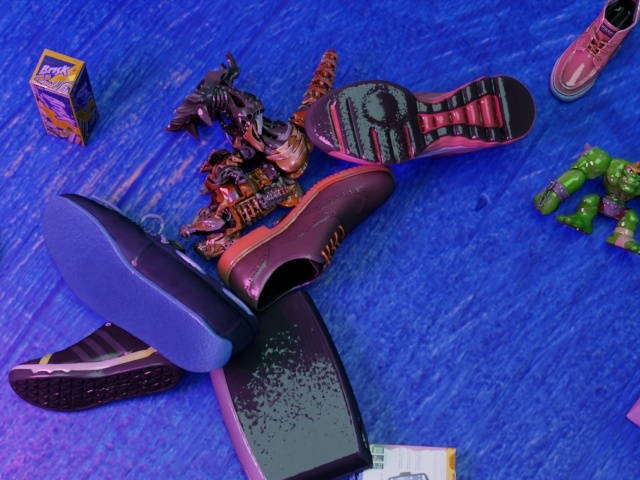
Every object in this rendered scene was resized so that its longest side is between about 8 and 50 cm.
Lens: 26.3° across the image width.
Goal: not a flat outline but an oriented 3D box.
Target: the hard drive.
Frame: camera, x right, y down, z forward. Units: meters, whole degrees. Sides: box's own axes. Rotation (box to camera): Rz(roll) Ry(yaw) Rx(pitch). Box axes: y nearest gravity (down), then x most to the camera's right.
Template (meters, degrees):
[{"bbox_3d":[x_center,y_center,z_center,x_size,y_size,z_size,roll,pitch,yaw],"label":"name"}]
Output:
[{"bbox_3d":[-0.046,0.195,1.766,0.172,0.054,0.255,-18,68,-7],"label":"hard drive"}]

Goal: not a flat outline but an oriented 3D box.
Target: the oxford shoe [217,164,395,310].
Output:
[{"bbox_3d":[0.000,0.000,1.806,0.271,0.097,0.098,-36,49,-7],"label":"oxford shoe"}]

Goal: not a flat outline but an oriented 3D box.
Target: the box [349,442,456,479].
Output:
[{"bbox_3d":[0.105,0.305,1.763,0.136,0.028,0.081,3,72,1],"label":"box"}]

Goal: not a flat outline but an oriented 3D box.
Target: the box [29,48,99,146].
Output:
[{"bbox_3d":[-0.340,-0.188,1.826,0.059,0.169,0.054,19,72,4],"label":"box"}]

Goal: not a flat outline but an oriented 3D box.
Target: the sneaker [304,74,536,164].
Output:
[{"bbox_3d":[0.127,-0.146,1.850,0.313,0.136,0.116,-4,80,-13],"label":"sneaker"}]

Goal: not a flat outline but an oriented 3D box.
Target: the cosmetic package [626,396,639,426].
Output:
[{"bbox_3d":[0.476,0.200,1.707,0.117,0.231,0.085,37,74,8],"label":"cosmetic package"}]

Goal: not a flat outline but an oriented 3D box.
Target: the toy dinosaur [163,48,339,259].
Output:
[{"bbox_3d":[-0.091,-0.129,1.857,0.218,0.164,0.322,40,55,-5],"label":"toy dinosaur"}]

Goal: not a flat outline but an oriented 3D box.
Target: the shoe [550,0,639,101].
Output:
[{"bbox_3d":[0.390,-0.279,1.937,0.063,0.081,0.178,38,74,9],"label":"shoe"}]

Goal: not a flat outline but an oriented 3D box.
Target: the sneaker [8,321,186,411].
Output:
[{"bbox_3d":[-0.285,0.156,1.779,0.234,0.084,0.097,-6,48,-6],"label":"sneaker"}]

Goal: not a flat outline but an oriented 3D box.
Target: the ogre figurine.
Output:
[{"bbox_3d":[0.401,-0.056,1.864,0.197,0.097,0.118,23,90,20],"label":"ogre figurine"}]

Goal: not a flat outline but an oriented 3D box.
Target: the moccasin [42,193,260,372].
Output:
[{"bbox_3d":[-0.222,0.055,1.769,0.342,0.138,0.117,41,36,23],"label":"moccasin"}]
